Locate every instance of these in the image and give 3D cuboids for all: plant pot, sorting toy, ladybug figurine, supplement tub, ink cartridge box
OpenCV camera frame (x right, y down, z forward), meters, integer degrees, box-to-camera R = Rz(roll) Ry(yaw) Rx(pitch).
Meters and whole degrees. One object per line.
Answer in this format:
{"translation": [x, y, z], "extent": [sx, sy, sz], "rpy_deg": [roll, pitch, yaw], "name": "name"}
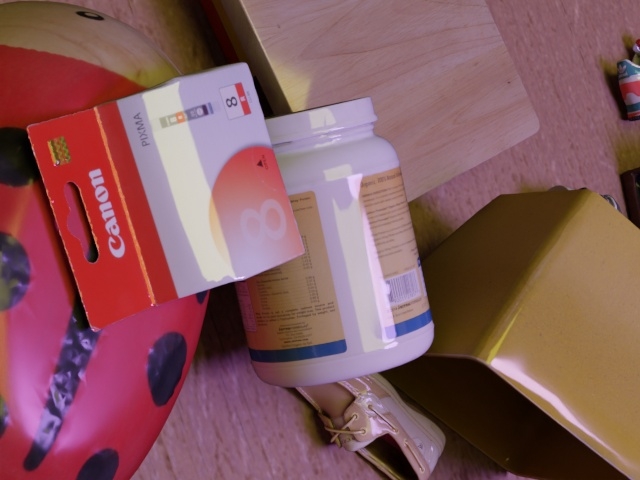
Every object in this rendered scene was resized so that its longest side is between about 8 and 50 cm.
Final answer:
{"translation": [0.190, 0.074, 1.381], "extent": [0.212, 0.212, 0.187], "rpy_deg": [38, 72, -22], "name": "plant pot"}
{"translation": [0.033, -0.158, 1.434], "extent": [0.257, 0.089, 0.255], "rpy_deg": [-28, 95, -38], "name": "sorting toy"}
{"translation": [-0.196, 0.028, 1.149], "extent": [0.305, 0.162, 0.449], "rpy_deg": [31, 61, -37], "name": "ladybug figurine"}
{"translation": [0.000, 0.000, 1.257], "extent": [0.144, 0.144, 0.200], "rpy_deg": [-16, 96, -38], "name": "supplement tub"}
{"translation": [-0.099, -0.034, 1.112], "extent": [0.179, 0.045, 0.145], "rpy_deg": [-23, 98, -49], "name": "ink cartridge box"}

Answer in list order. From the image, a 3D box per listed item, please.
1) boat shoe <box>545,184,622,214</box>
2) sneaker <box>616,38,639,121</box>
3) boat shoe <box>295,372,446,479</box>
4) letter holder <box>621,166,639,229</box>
{"translation": [0.257, 0.064, 1.540], "extent": [0.079, 0.084, 0.233], "rpy_deg": [8, 70, -36], "name": "boat shoe"}
{"translation": [0.364, -0.183, 1.702], "extent": [0.161, 0.057, 0.075], "rpy_deg": [-30, 101, -35], "name": "sneaker"}
{"translation": [0.036, 0.150, 1.367], "extent": [0.170, 0.063, 0.059], "rpy_deg": [36, 53, -24], "name": "boat shoe"}
{"translation": [0.494, -0.025, 1.653], "extent": [0.302, 0.214, 0.152], "rpy_deg": [-3, 79, -36], "name": "letter holder"}
